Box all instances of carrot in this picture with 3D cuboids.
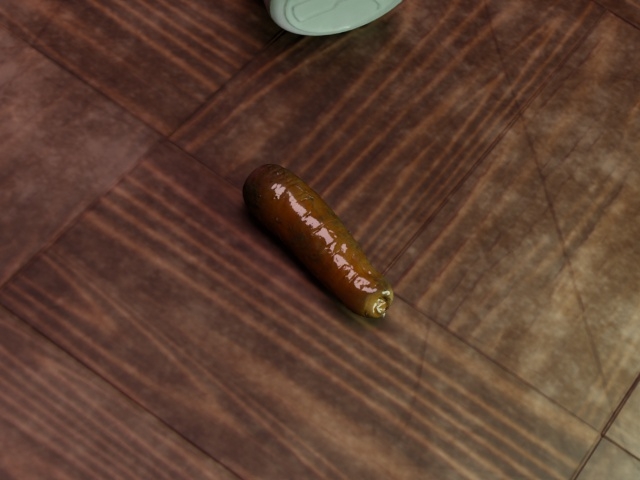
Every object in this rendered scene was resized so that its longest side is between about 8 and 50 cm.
[{"bbox_3d":[0.000,0.000,1.386,0.060,0.060,0.186,-35,72,-32],"label":"carrot"}]

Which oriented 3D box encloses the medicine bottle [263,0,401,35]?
[{"bbox_3d":[-0.033,-0.420,1.569,0.242,0.242,0.395,-8,62,-19],"label":"medicine bottle"}]
